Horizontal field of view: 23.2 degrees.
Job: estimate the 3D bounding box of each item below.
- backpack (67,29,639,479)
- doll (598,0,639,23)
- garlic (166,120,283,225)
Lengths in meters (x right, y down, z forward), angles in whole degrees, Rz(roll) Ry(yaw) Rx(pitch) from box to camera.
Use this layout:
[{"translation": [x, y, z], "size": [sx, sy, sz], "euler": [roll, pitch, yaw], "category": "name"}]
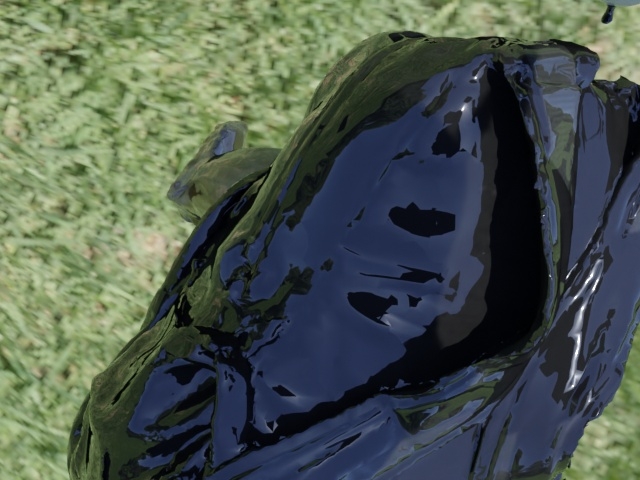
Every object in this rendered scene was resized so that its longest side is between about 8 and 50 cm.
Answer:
[{"translation": [0.058, 0.063, 1.020], "size": [0.363, 0.255, 0.446], "euler": [15, 110, -37], "category": "backpack"}, {"translation": [0.188, -0.299, 1.127], "size": [0.208, 0.271, 0.144], "euler": [-54, 166, 26], "category": "doll"}, {"translation": [-0.001, 0.001, 1.456], "size": [0.325, 0.279, 0.132], "euler": [33, 90, 8], "category": "garlic"}]
